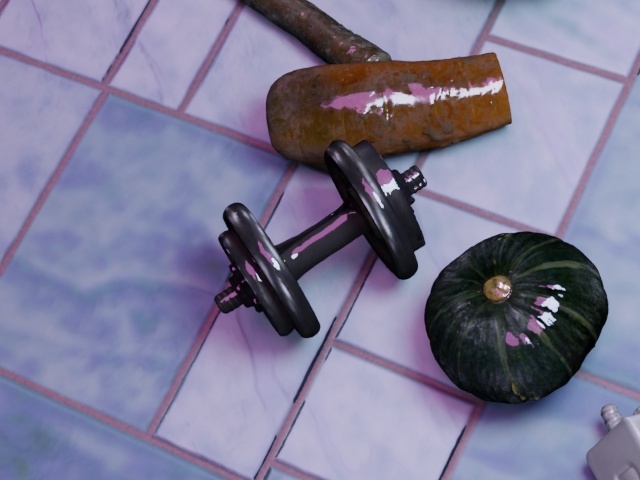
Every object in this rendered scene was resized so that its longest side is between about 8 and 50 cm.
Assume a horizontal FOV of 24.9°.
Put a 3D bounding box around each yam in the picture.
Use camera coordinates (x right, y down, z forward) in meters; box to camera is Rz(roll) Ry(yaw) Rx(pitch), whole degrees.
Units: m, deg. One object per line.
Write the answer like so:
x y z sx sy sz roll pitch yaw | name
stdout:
-0.020 -0.291 1.938 0.274 0.061 0.061 38 78 26 | yam

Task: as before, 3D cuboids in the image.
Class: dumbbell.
0.000 0.000 1.725 0.290 0.192 0.192 -33 63 -4 | dumbbell

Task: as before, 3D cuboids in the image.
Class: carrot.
0.082 -0.167 1.819 0.302 0.139 0.139 -11 64 7 | carrot

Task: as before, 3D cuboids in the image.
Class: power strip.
0.382 0.316 1.545 0.058 0.098 0.338 -6 57 -31 | power strip

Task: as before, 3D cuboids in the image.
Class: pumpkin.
0.224 0.088 1.660 0.211 0.152 0.212 -15 59 26 | pumpkin
